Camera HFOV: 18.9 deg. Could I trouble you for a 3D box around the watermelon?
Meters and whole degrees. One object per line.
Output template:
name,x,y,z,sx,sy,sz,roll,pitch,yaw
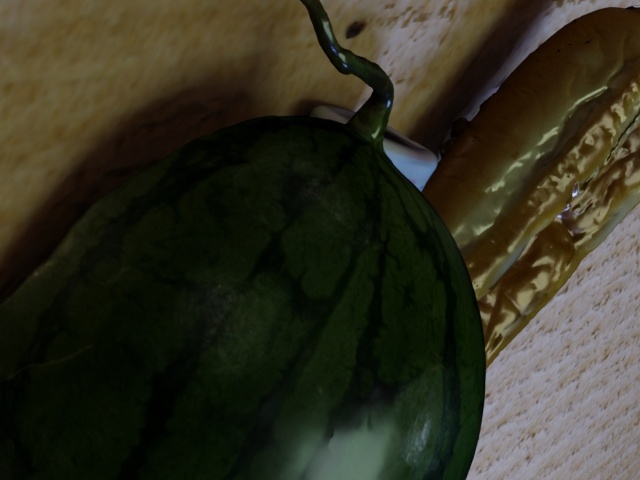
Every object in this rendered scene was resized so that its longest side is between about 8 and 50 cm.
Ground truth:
watermelon,-0.020,0.065,0.645,0.232,0.127,0.204,-47,148,-2

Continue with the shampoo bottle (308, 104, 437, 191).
shampoo bottle,0.000,0.000,0.749,0.099,0.043,0.072,-61,156,9

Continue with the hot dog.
hot dog,0.084,-0.018,0.878,0.249,0.076,0.102,-48,141,-16
